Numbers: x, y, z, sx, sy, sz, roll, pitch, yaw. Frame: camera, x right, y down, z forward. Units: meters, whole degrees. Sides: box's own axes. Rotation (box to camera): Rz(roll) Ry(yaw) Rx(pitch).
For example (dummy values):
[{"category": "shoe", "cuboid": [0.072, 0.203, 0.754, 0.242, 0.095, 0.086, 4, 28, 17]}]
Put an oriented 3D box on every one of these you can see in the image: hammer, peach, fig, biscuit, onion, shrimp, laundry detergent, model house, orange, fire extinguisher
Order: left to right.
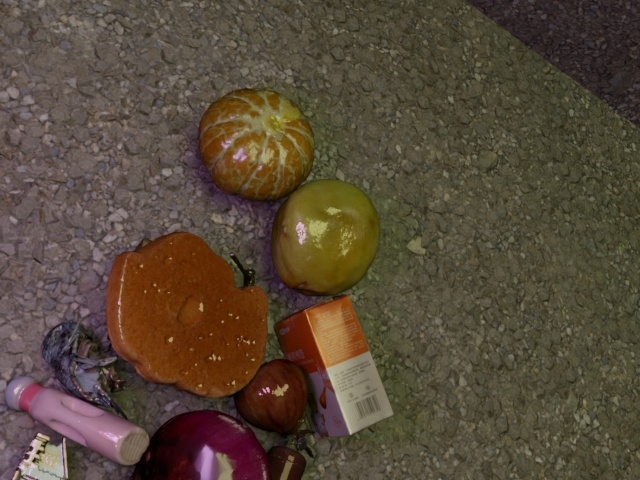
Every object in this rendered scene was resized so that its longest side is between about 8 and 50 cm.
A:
[{"category": "model house", "cuboid": [-0.575, 0.569, 1.576, 0.206, 0.178, 0.271, 28, 60, -10]}, {"category": "laundry detergent", "cuboid": [-0.542, 0.388, 1.605, 0.335, 0.159, 0.088, 18, 70, 18]}, {"category": "shrimp", "cuboid": [-0.516, 0.267, 1.616, 0.137, 0.372, 0.172, -48, 135, -27]}, {"category": "biscuit", "cuboid": [-0.305, 0.181, 1.709, 0.455, 0.078, 0.349, 44, 49, -31]}, {"category": "onion", "cuboid": [-0.243, 0.548, 1.703, 0.385, 0.348, 0.347, -12, 77, -65]}, {"category": "hammer", "cuboid": [-0.201, 0.071, 1.880, 0.029, 0.292, 0.058, -4, 73, 3]}, {"category": "orange", "cuboid": [-0.174, -0.255, 2.000, 0.329, 0.249, 0.329, 8, 66, -19]}, {"category": "fig", "cuboid": [-0.113, 0.400, 1.856, 0.205, 0.205, 0.205, 9, 70, -25]}, {"category": "fire extinguisher", "cuboid": [-0.097, 0.622, 1.853, 0.147, 0.106, 0.337, 51, 53, -43]}, {"category": "peach", "cuboid": [0.006, -0.004, 1.995, 0.314, 0.281, 0.315, 15, 73, -30]}]

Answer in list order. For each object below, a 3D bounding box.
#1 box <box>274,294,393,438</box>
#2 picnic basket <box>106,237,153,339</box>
[{"category": "box", "cuboid": [0.028, 0.332, 1.933, 0.143, 0.225, 0.341, -16, 82, -29]}, {"category": "picnic basket", "cuboid": [-0.414, 0.137, 1.804, 0.139, 0.165, 0.266, 19, 65, -20]}]
